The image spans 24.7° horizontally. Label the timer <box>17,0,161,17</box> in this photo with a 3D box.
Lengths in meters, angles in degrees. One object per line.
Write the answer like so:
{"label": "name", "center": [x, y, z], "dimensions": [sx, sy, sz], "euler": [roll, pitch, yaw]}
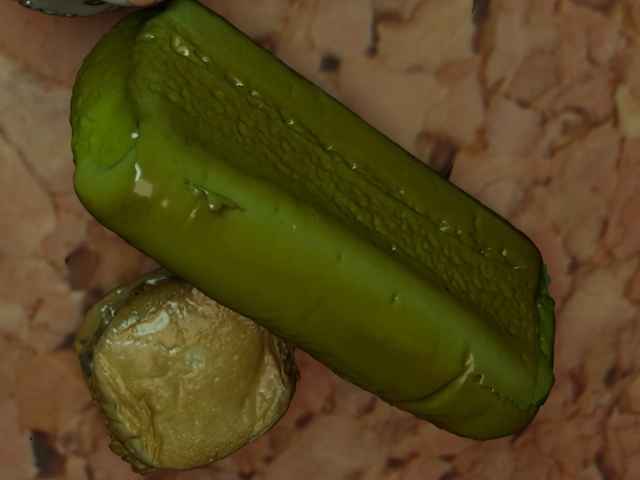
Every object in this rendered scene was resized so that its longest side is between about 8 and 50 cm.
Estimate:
{"label": "timer", "center": [-0.112, -0.250, 0.766], "dimensions": [0.291, 0.290, 0.315], "euler": [8, 134, -17]}

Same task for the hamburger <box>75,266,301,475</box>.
{"label": "hamburger", "center": [-0.088, 0.083, 0.991], "dimensions": [0.147, 0.083, 0.138], "euler": [-23, 113, -5]}

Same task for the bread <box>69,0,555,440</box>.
{"label": "bread", "center": [0.000, 0.000, 0.928], "dimensions": [0.384, 0.166, 0.112], "euler": [32, 138, -32]}
